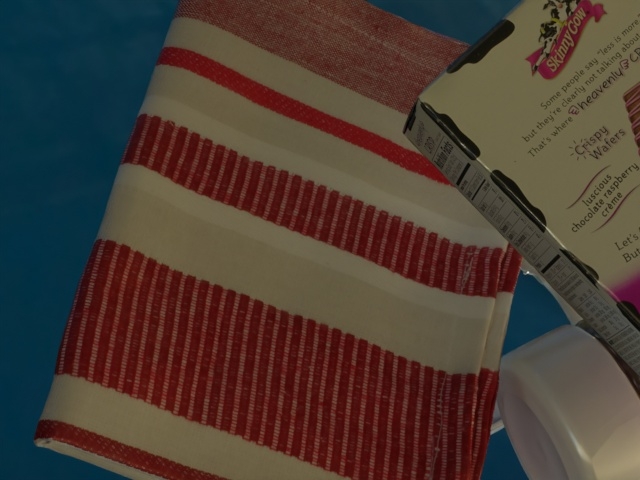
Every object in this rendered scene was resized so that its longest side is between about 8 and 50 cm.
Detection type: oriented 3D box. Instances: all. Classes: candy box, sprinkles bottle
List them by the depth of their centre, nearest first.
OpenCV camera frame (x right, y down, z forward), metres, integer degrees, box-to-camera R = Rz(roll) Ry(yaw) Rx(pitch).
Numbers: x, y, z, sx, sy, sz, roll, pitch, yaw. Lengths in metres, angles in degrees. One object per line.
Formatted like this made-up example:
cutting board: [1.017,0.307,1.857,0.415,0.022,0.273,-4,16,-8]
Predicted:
candy box: [0.179,-0.032,0.888,0.159,0.233,0.071,-42,-6,-11]
sprinkles bottle: [0.281,0.049,1.033,0.355,0.121,0.121,-25,-63,-12]

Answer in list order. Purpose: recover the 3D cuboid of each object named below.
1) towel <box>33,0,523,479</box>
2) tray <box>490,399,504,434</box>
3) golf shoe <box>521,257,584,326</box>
towel: [0.000,0.000,0.971,0.237,0.037,0.329,21,-119,-10]
tray: [0.012,0.155,1.282,0.030,0.270,0.145,62,178,-34]
golf shoe: [0.143,0.001,1.243,0.176,0.086,0.069,64,175,6]
